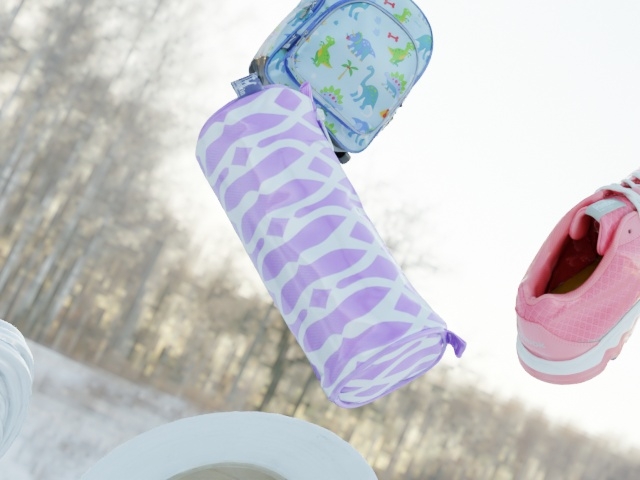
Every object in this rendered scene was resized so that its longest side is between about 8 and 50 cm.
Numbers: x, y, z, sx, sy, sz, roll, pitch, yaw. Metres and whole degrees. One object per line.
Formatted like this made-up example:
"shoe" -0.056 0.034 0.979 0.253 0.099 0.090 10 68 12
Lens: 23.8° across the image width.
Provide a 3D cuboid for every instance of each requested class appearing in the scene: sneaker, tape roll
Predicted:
"sneaker" 0.293 -0.008 1.412 0.116 0.314 0.136 31 -18 35
"tape roll" -0.082 0.272 1.282 0.286 0.286 0.100 20 -49 33

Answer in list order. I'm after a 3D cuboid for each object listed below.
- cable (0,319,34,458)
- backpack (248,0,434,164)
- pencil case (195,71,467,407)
"cable" -0.302 0.124 0.961 0.089 0.257 0.257 50 14 23
"backpack" 0.022 -0.129 1.063 0.105 0.114 0.084 41 -13 -18
"pencil case" 0.000 0.000 0.923 0.206 0.088 0.086 62 -19 20
